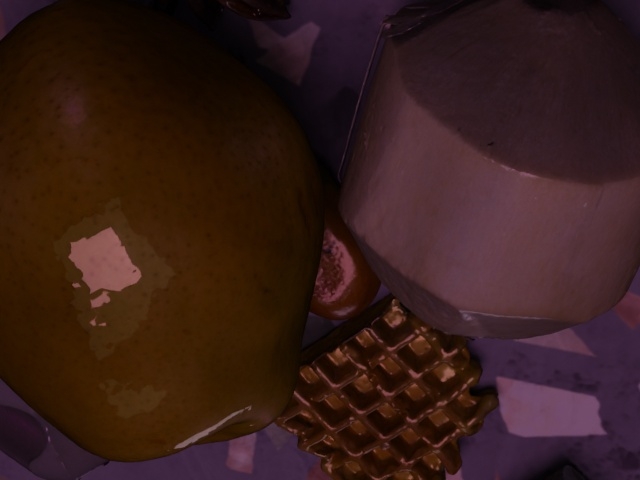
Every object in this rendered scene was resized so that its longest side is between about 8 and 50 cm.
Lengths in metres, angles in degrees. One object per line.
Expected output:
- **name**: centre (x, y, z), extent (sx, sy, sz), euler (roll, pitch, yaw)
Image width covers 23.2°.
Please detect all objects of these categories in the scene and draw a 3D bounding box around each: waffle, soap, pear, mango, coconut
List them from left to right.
- **soap**: centre (-0.266, 0.119, 1.704), extent (0.302, 0.258, 0.159), euler (13, 135, 58)
- **pear**: centre (-0.169, -0.009, 1.400), extent (0.363, 0.362, 0.418), euler (-15, 89, 19)
- **mango**: centre (-0.005, 0.004, 1.558), extent (0.115, 0.089, 0.165), euler (-33, 103, 26)
- **waffle**: centre (0.082, 0.180, 1.654), extent (0.229, 0.057, 0.219), euler (-33, 108, 25)
- **coconut**: centre (0.168, -0.078, 1.364), extent (0.323, 0.323, 0.323), euler (5, 119, 9)

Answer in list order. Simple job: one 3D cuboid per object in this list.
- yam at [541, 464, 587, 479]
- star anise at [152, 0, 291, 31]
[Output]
- **yam**: centre (0.196, 0.338, 1.695), extent (0.259, 0.093, 0.093), euler (-37, 106, 26)
- **star anise**: centre (-0.128, -0.280, 1.433), extent (0.236, 0.093, 0.229), euler (-17, 119, 24)
